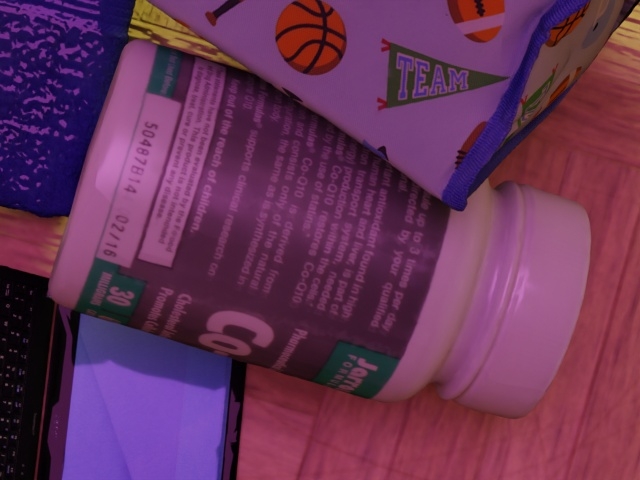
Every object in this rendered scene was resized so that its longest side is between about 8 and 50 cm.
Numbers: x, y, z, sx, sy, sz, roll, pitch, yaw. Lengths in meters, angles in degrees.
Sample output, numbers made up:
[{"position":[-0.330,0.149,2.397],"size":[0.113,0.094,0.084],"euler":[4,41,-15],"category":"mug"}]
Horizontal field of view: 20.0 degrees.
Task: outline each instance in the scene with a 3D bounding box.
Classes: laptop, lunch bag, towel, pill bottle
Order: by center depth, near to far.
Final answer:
[{"position":[0.000,0.000,1.328],"size":[0.361,0.204,0.204],"euler":[17,78,-8],"category":"pill bottle"},{"position":[0.078,-0.242,1.329],"size":[0.328,0.385,0.239],"euler":[37,118,8],"category":"lunch bag"},{"position":[-0.194,0.133,1.355],"size":[0.136,0.264,0.234],"euler":[-5,74,37],"category":"laptop"},{"position":[-0.255,-0.187,1.405],"size":[0.227,0.076,0.308],"euler":[14,96,-6],"category":"towel"}]
